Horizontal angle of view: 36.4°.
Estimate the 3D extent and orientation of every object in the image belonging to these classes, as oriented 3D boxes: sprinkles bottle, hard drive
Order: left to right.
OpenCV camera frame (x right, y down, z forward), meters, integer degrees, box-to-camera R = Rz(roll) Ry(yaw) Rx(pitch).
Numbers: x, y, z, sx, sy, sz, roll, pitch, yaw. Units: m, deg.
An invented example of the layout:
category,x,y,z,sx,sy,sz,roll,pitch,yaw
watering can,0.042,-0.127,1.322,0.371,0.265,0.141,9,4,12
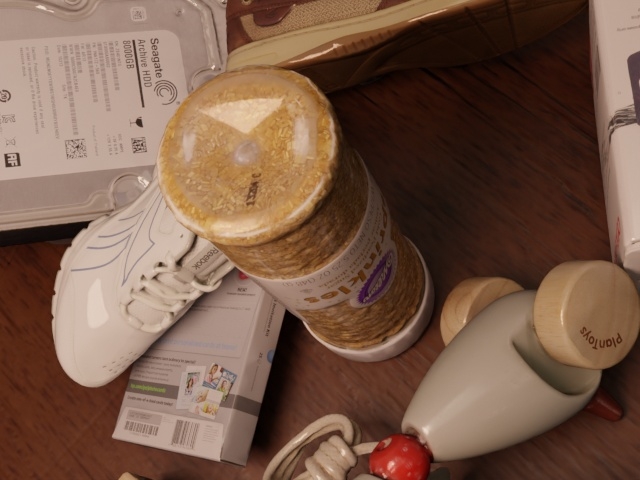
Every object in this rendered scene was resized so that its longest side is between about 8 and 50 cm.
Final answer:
category,x,y,z,sx,sy,sz,roll,pitch,yaw
hard drive,-0.235,-0.121,0.922,0.339,0.064,0.237,-7,77,-16
sprinkles bottle,0.000,0.000,0.743,0.121,0.355,0.121,-5,70,15

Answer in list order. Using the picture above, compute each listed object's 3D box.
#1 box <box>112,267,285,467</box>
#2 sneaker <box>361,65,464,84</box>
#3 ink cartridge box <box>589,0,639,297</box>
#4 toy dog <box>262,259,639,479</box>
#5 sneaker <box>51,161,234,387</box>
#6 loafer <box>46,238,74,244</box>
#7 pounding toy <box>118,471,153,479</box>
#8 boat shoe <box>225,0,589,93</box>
category,x,y,z,sx,sy,sz,roll,pitch,yaw
box,-0.108,0.102,0.888,0.145,0.038,0.186,0,70,39
sneaker,0.105,-0.194,0.941,0.170,0.063,0.075,-29,59,0
ink cartridge box,0.280,-0.083,0.790,0.100,0.172,0.237,-6,70,14
toy dog,0.129,0.163,0.753,0.333,0.220,0.161,-43,105,-2
sneaker,-0.132,0.009,0.834,0.297,0.111,0.129,-55,32,8
loafer,-0.281,-0.167,1.032,0.134,0.130,0.366,-5,76,-20
pounding toy,-0.097,0.288,0.821,0.206,0.094,0.181,33,78,15
boat shoe,0.067,-0.219,0.863,0.342,0.123,0.123,-12,77,23
